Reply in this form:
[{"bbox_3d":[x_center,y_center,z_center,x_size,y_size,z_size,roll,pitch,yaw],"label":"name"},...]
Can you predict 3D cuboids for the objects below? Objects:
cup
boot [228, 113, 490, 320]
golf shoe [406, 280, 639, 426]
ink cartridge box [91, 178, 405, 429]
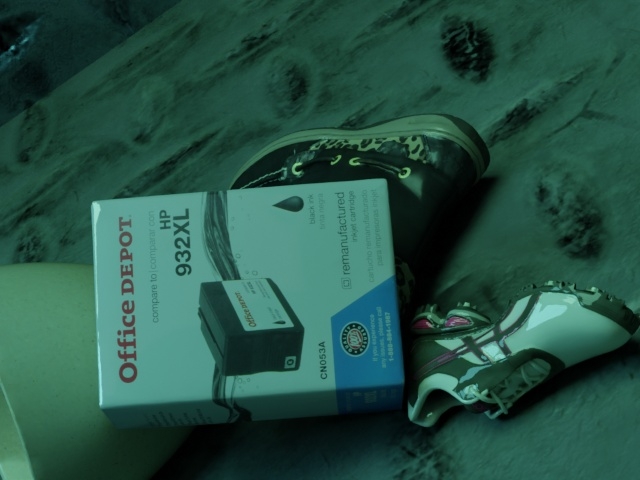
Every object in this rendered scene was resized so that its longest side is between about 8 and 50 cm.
[{"bbox_3d":[-0.264,0.156,1.919,0.237,0.331,0.331,-21,22,-19],"label":"cup"},{"bbox_3d":[0.000,0.000,1.994,0.377,0.138,0.284,-9,39,35],"label":"boot"},{"bbox_3d":[0.195,0.116,1.636,0.273,0.105,0.120,-17,49,46],"label":"golf shoe"},{"bbox_3d":[-0.074,0.067,1.734,0.308,0.129,0.223,-4,74,1],"label":"ink cartridge box"}]
